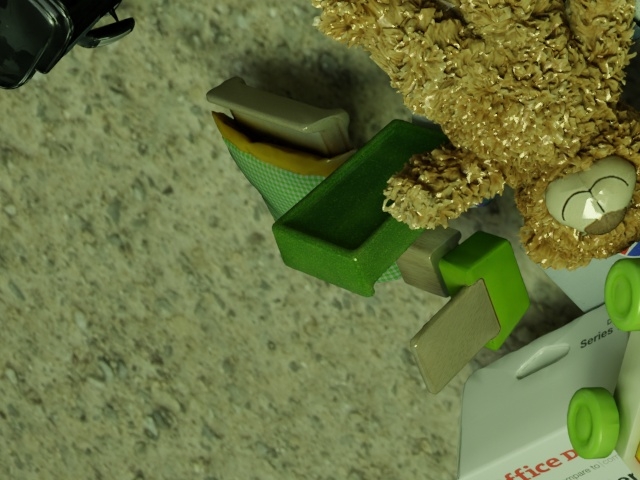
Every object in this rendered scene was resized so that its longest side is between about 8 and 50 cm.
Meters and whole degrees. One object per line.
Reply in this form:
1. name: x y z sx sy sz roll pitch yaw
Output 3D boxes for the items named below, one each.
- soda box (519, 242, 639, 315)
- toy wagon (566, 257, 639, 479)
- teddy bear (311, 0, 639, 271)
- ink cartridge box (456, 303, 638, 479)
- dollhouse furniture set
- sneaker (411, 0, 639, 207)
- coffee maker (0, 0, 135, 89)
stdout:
1. soda box: 0.303 -0.054 1.649 0.098 0.091 0.286 45 127 -9
2. toy wagon: 0.344 0.059 1.549 0.267 0.068 0.344 -1 120 -22
3. teddy bear: 0.143 -0.116 1.489 0.245 0.113 0.338 -26 107 -11
4. ink cartridge box: 0.283 0.197 1.748 0.278 0.117 0.201 37 130 -27
5. dollhouse furniture set: 0.000 0.000 1.693 0.301 0.151 0.197 21 145 42
6. sneaker: 0.204 -0.159 1.603 0.236 0.130 0.323 10 118 24
7. coffee maker: -0.228 -0.236 1.719 0.120 0.178 0.171 21 126 10
